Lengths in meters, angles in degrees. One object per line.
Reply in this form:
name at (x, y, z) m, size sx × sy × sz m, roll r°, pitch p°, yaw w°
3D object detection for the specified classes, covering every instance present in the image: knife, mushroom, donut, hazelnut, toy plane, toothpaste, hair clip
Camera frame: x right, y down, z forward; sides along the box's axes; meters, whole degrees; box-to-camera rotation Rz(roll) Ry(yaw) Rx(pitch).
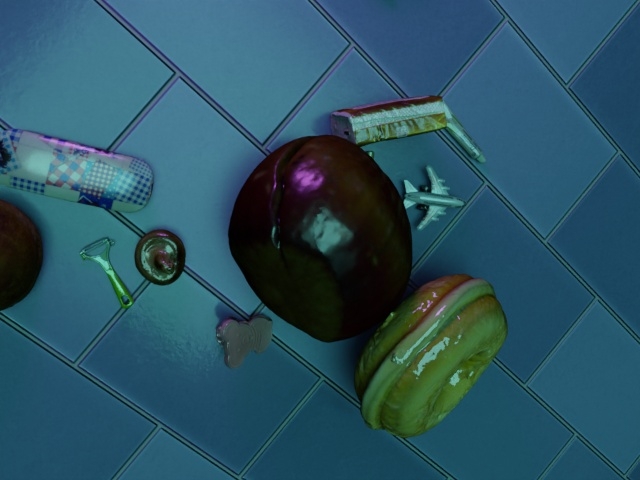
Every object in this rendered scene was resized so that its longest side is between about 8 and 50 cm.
knife at (-0.472, 0.078, 1.299) m, size 0.078 × 0.022 × 0.166 m, roll -27°, pitch 103°, yaw -2°
mushroom at (-0.712, 0.024, 1.138) m, size 0.283 × 0.195 × 0.263 m, roll 39°, pitch 74°, yaw -14°
donut at (0.260, 0.271, 1.351) m, size 0.448 × 0.198 × 0.449 m, roll -32°, pitch 145°, yaw -26°
hazelnut at (0.000, 0.000, 1.241) m, size 0.402 × 0.402 × 0.429 m, roll -41°, pitch 113°, yaw -5°
mushroom at (-0.359, 0.039, 1.292) m, size 0.109 × 0.085 × 0.126 m, roll 20°, pitch 97°, yaw 19°
toy plane at (0.286, -0.103, 1.442) m, size 0.171 × 0.065 × 0.162 m, roll 6°, pitch 96°, yaw -17°
toothpaste at (0.355, -0.270, 1.453) m, size 0.048 × 0.029 × 0.197 m, roll -45°, pitch 103°, yaw -4°
hair clip at (-0.174, 0.230, 1.358) m, size 0.138 × 0.102 × 0.123 m, roll -3°, pitch 102°, yaw -14°

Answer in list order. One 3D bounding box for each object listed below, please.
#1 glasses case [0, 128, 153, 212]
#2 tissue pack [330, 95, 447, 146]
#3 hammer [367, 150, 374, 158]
glasses case at (-0.526, -0.146, 1.223) m, size 0.327 × 0.076 × 0.125 m, roll 13°, pitch 97°, yaw -15°
tissue pack at (0.149, -0.277, 1.318) m, size 0.226 × 0.183 × 0.092 m, roll -15°, pitch 103°, yaw -11°
hammer at (0.122, -0.122, 1.424) m, size 0.062 × 0.013 × 0.199 m, roll 2°, pitch 99°, yaw -15°
